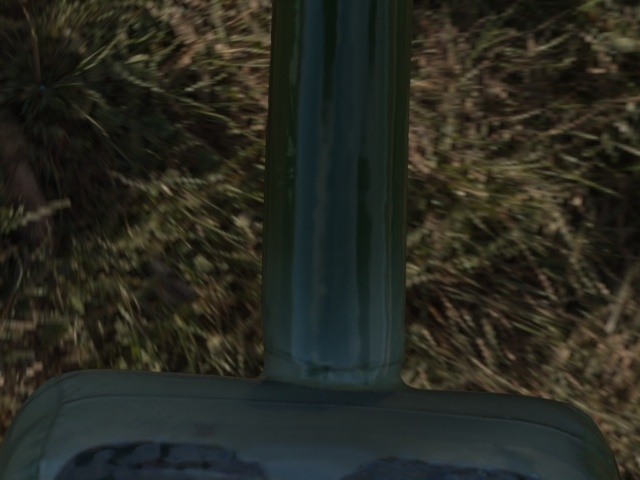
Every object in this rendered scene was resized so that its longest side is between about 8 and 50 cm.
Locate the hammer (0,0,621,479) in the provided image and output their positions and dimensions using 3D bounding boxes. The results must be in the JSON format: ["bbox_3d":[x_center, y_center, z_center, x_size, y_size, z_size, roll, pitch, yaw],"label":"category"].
[{"bbox_3d":[0.000,0.000,0.625,0.206,0.119,0.336,5,70,-7],"label":"hammer"}]
